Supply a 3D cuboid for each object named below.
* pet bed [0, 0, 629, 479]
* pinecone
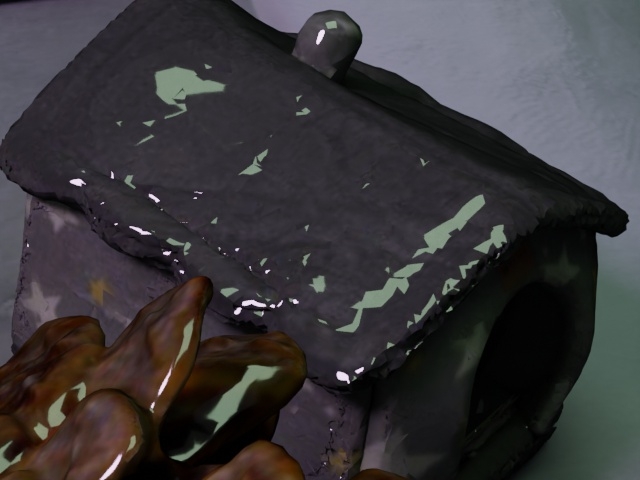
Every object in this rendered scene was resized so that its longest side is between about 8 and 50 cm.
[{"bbox_3d":[0.000,0.000,0.746,0.211,0.159,0.183,31,38,29],"label":"pet bed"},{"bbox_3d":[-0.054,0.123,0.504,0.202,0.201,0.229,-29,22,-4],"label":"pinecone"}]
